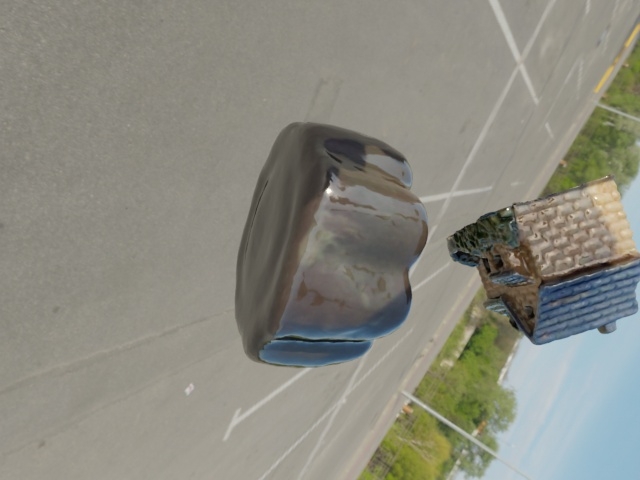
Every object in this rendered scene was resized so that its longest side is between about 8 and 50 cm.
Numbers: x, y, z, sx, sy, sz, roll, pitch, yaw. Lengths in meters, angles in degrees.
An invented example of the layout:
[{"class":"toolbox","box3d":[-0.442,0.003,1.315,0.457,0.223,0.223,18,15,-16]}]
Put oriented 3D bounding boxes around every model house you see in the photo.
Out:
[{"class":"model house","box3d":[0.263,0.041,0.596,0.167,0.172,0.183,-18,172,-11]}]

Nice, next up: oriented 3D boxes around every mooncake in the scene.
[{"class":"mooncake","box3d":[0.000,0.000,0.596,0.306,0.154,0.305,-169,-90,-70]}]
